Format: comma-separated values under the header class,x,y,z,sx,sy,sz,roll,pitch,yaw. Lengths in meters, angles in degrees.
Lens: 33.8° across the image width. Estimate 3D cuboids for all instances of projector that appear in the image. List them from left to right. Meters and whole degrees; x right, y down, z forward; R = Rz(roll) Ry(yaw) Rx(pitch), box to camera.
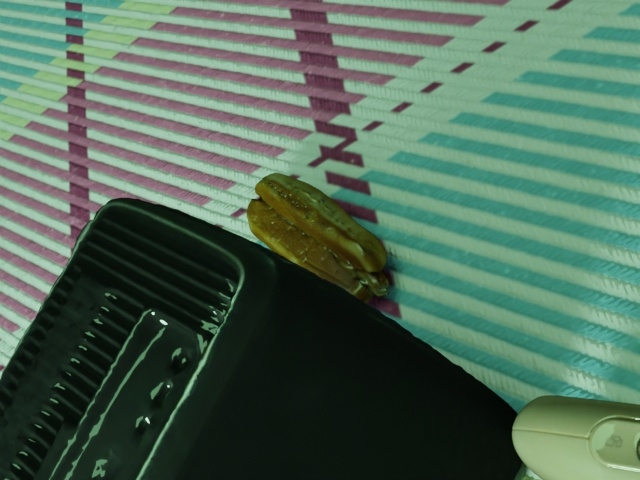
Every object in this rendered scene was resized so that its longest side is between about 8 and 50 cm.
class,x,y,z,sx,sy,sz,roll,pitch,yaw
projector,-0.076,0.219,0.845,0.242,0.405,0.395,24,83,46

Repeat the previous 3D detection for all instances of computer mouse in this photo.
class,x,y,z,sx,sy,sz,roll,pitch,yaw
computer mouse,0.255,0.167,0.772,0.236,0.145,0.082,3,74,40

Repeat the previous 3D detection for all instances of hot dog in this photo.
class,x,y,z,sx,sy,sz,roll,pitch,yaw
hot dog,0.000,0.000,1.156,0.235,0.062,0.092,41,112,41
